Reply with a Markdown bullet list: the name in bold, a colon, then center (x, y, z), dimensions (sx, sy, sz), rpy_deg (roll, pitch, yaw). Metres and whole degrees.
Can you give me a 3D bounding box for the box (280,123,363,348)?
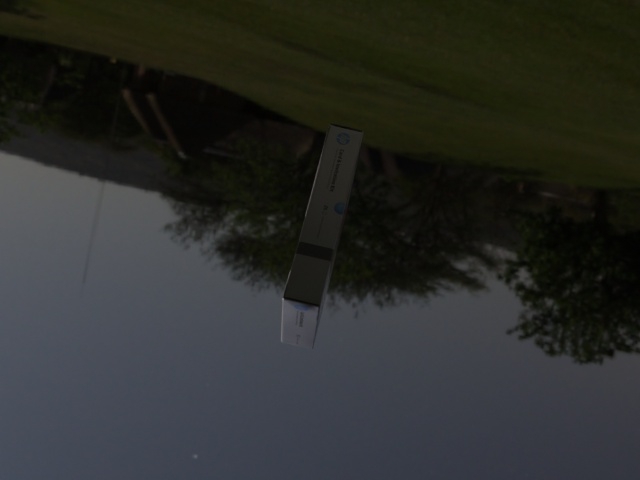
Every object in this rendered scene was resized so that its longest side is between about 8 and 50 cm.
- **box**: center (0.000, 0.000, 0.829), dimensions (0.038, 0.186, 0.145), rpy_deg (13, 157, 2)
